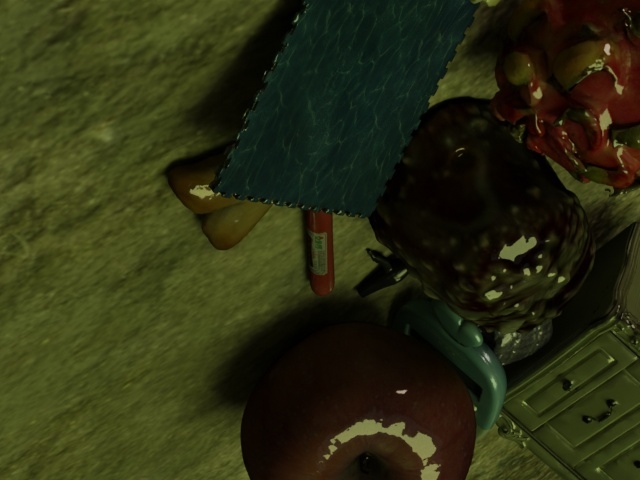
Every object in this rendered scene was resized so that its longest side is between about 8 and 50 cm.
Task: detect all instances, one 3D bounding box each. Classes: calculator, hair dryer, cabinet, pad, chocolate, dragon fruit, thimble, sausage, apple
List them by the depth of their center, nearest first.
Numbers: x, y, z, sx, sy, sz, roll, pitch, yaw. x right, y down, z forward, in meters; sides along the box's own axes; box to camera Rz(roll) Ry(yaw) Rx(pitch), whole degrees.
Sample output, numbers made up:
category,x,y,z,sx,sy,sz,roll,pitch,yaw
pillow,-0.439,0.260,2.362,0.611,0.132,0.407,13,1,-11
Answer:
category,x,y,z,sx,sy,sz,roll,pitch,yaw
pad,0.030,-0.147,1.552,0.269,0.012,0.270,5,117,-51
dragon fruit,0.322,-0.190,1.649,0.291,0.250,0.269,-8,139,-14
sausage,0.000,0.000,1.809,0.034,0.034,0.253,-27,151,-14
chocolate,0.210,-0.002,1.849,0.225,0.210,0.340,-39,153,4
hair dryer,0.068,0.035,1.960,0.079,0.031,0.083,-32,140,14
apple,0.047,0.237,2.001,0.305,0.235,0.306,-5,119,-9
thimble,0.236,0.094,2.103,0.097,0.150,0.150,-18,148,-25
calculator,0.170,0.172,2.108,0.042,0.188,0.303,-37,157,-27
cabinet,0.437,0.210,2.201,0.290,0.318,0.227,-41,-169,35

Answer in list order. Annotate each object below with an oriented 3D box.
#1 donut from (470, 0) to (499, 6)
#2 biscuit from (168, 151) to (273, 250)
category,x,y,z,sx,sy,sz,roll,pitch,yaw
donut,0.138,-0.275,1.486,0.108,0.065,0.166,-48,150,23
biscuit,-0.046,-0.078,1.622,0.208,0.047,0.164,-34,151,-1
